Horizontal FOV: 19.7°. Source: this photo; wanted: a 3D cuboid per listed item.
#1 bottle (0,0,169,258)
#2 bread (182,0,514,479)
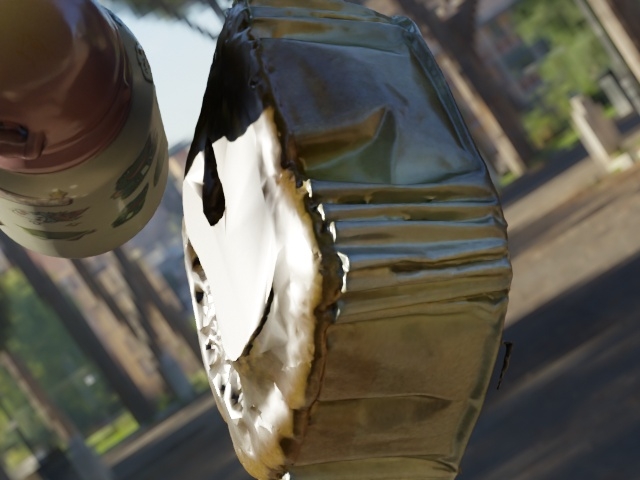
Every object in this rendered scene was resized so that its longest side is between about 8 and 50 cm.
[{"bbox_3d":[-0.144,-0.070,0.991,0.120,0.120,0.253,-34,-9,-9],"label":"bottle"},{"bbox_3d":[-0.001,0.001,0.867,0.109,0.210,0.192,-4,-42,-19],"label":"bread"}]
